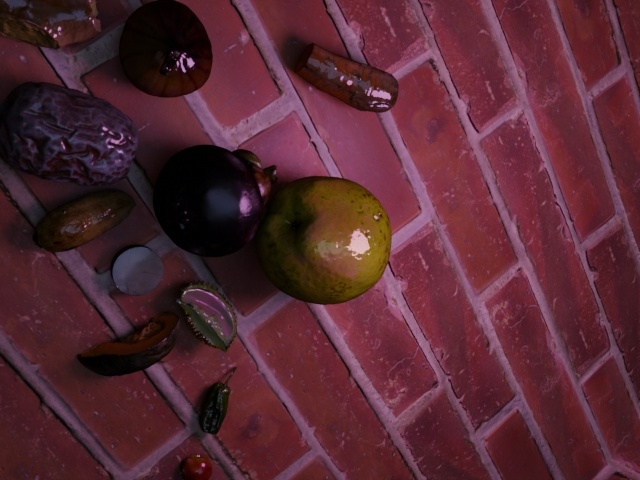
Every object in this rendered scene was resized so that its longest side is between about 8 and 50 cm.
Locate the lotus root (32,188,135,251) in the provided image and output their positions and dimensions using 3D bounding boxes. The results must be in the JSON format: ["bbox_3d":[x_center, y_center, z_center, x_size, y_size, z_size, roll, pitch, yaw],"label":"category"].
[{"bbox_3d":[-0.590,-0.054,1.648,0.259,0.097,0.110,-31,110,-22],"label":"lotus root"}]

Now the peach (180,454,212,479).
[{"bbox_3d":[-0.360,0.680,1.935,0.098,0.061,0.098,-6,100,-33],"label":"peach"}]

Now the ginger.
[{"bbox_3d":[-0.632,-0.550,1.507,0.276,0.130,0.221,28,76,-28],"label":"ginger"}]

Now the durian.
[{"bbox_3d":[-0.326,0.204,1.839,0.220,0.096,0.137,54,39,-23],"label":"durian"}]

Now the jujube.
[{"bbox_3d":[-0.589,-0.241,1.548,0.317,0.226,0.225,16,93,-34],"label":"jujube"}]

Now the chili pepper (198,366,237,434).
[{"bbox_3d":[-0.301,0.467,1.921,0.072,0.073,0.203,17,91,-15],"label":"chili pepper"}]

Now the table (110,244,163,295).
[{"bbox_3d":[-0.489,0.079,1.754,0.134,0.043,0.133,-6,103,-26],"label":"table"}]

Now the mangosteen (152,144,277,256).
[{"bbox_3d":[-0.281,-0.115,1.704,0.297,0.313,0.296,4,129,5],"label":"mangosteen"}]

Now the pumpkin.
[{"bbox_3d":[-0.480,0.306,1.739,0.279,0.163,0.111,-26,110,-19],"label":"pumpkin"}]

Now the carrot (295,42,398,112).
[{"bbox_3d":[0.080,-0.460,1.890,0.302,0.139,0.138,22,90,-19],"label":"carrot"}]

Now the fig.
[{"bbox_3d":[-0.372,-0.467,1.618,0.235,0.214,0.234,11,70,-31],"label":"fig"}]

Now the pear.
[{"bbox_3d":[0.000,0.000,1.801,0.392,0.391,0.390,-6,103,-26],"label":"pear"}]
